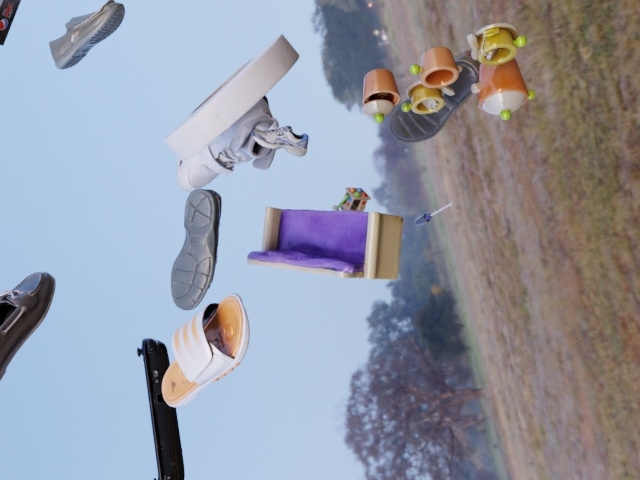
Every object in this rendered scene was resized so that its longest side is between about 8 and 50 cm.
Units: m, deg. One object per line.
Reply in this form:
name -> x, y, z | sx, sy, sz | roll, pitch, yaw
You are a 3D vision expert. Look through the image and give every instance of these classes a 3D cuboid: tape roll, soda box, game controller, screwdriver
tape roll -> -0.217, -0.344, 1.519 | 0.072, 0.392, 0.392 | 48, -156, -17
soda box -> -0.751, -0.546, 1.470 | 0.168, 0.053, 0.060 | -60, -6, 16
game controller -> -0.339, 0.367, 1.319 | 0.166, 0.067, 0.319 | 134, 128, -62
screwdriver -> 0.258, -0.060, 1.447 | 0.024, 0.025, 0.170 | 64, 163, 4

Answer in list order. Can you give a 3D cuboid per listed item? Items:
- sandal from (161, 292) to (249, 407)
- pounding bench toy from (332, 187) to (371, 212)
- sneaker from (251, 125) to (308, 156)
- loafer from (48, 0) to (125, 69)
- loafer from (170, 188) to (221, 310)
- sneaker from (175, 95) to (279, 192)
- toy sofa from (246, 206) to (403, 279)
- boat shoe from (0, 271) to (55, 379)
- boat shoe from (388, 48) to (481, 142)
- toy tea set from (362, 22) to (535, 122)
sandal -> -0.202, 0.185, 0.982 | 0.076, 0.265, 0.102 | 9, -137, -43
pounding bench toy -> 0.076, -0.101, 1.609 | 0.052, 0.083, 0.065 | 51, 132, 42
sneaker -> -0.089, -0.237, 1.420 | 0.052, 0.135, 0.058 | -106, 33, -53
loafer -> -0.612, -0.544, 1.621 | 0.087, 0.251, 0.094 | 54, -163, -9
loafer -> -0.256, 0.020, 1.368 | 0.084, 0.096, 0.267 | -20, -57, -73
sneaker -> -0.258, -0.245, 1.748 | 0.137, 0.366, 0.210 | 33, -164, -42
toy sofa -> 0.000, 0.000, 1.474 | 0.177, 0.363, 0.150 | 7, -91, -46
boat shoe -> -0.657, 0.177, 1.288 | 0.095, 0.112, 0.335 | 58, -146, -38
boat shoe -> 0.282, -0.331, 1.462 | 0.110, 0.307, 0.104 | 47, -127, -8
toy tea set -> 0.249, -0.286, 1.230 | 0.200, 0.336, 0.124 | 26, -124, -57
